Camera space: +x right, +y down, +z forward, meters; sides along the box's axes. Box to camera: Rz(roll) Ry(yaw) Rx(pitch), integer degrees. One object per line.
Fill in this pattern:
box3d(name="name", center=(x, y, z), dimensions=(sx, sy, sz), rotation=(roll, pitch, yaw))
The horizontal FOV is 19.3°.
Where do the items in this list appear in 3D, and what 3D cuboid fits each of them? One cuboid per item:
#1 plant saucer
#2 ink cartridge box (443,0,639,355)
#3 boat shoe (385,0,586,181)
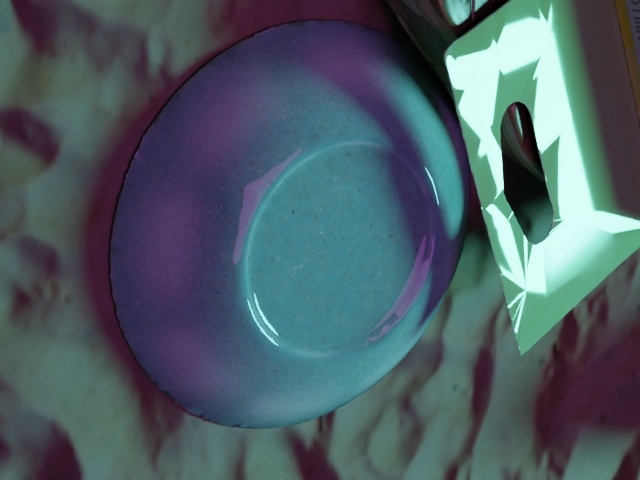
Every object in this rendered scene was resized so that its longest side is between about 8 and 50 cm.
box3d(name="plant saucer", center=(0.000, 0.000, 0.844), dimensions=(0.195, 0.037, 0.195), rotation=(-12, 114, -30))
box3d(name="ink cartridge box", center=(0.165, -0.071, 0.891), dimensions=(0.235, 0.056, 0.171), rotation=(-41, 127, -35))
box3d(name="boat shoe", center=(0.076, -0.082, 0.868), dimensions=(0.153, 0.048, 0.056), rotation=(45, 67, -43))
